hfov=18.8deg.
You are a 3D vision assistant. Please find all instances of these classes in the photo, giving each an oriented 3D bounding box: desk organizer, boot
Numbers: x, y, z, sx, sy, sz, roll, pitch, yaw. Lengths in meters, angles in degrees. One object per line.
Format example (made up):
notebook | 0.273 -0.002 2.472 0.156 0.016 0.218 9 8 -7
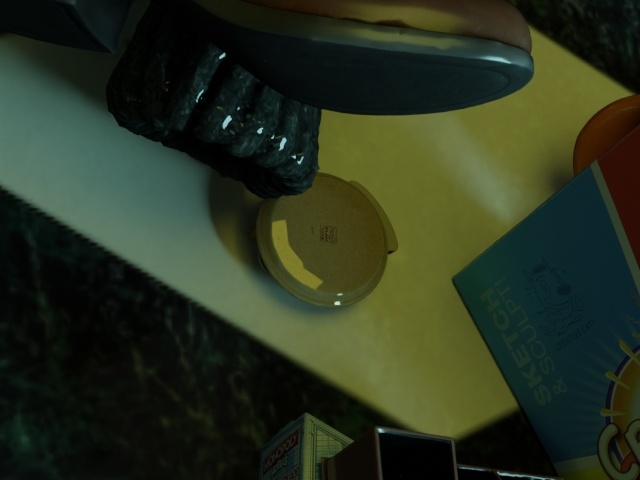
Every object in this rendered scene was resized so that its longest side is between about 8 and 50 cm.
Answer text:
desk organizer | 0.070 0.125 0.929 0.130 0.050 0.047 11 59 -26
boot | 0.010 -0.145 1.046 0.131 0.348 0.260 15 89 23
boot | -0.008 -0.207 0.861 0.264 0.096 0.280 12 77 17

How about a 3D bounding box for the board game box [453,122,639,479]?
board game box | 0.219 0.099 0.981 0.064 0.242 0.316 -19 75 -34

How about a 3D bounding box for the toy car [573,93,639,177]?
toy car | 0.231 -0.031 1.132 0.182 0.159 0.136 14 23 -22

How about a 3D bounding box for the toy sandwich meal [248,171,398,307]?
toy sandwich meal | 0.000 0.000 1.044 0.085 0.029 0.085 9 68 -22

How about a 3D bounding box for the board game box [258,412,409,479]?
board game box | 0.042 0.183 0.952 0.194 0.060 0.194 1 66 -28
